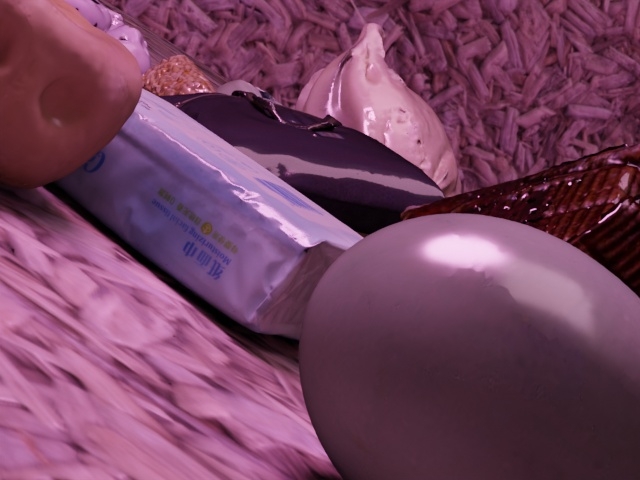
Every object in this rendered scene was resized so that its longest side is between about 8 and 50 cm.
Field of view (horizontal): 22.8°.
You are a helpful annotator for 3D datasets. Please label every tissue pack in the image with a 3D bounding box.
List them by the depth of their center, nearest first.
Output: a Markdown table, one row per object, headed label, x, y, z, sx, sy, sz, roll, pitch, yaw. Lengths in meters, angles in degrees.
| label | x | y | z | sx | sy | sz | roll | pitch | yaw |
| --- | --- | --- | --- | --- | --- | --- | --- | --- | --- |
| tissue pack | -0.085 | -0.026 | 1.099 | 0.263 | 0.089 | 0.177 | 34 | 4 | 24 |

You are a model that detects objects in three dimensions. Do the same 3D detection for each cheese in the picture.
| label | x | y | z | sx | sy | sz | roll | pitch | yaw |
| --- | --- | --- | --- | --- | --- | --- | --- | --- | --- |
| cheese | -0.226 | -0.124 | 0.971 | 0.235 | 0.117 | 0.218 | 32 | 5 | -12 |

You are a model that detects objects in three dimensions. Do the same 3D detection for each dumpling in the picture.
| label | x | y | z | sx | sy | sz | roll | pitch | yaw |
| --- | --- | --- | --- | --- | --- | --- | --- | --- | --- |
| dumpling | 0.040 | -0.071 | 1.786 | 0.187 | 0.318 | 0.243 | -8 | -12 | -33 |

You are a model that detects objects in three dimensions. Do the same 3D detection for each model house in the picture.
| label | x | y | z | sx | sy | sz | roll | pitch | yaw |
| --- | --- | --- | --- | --- | --- | --- | --- | --- | --- |
| model house | 0.204 | 0.104 | 1.256 | 0.317 | 0.297 | 0.282 | 48 | 35 | -13 |

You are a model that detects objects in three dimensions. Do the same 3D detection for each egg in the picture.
| label | x | y | z | sx | sy | sz | roll | pitch | yaw |
| --- | --- | --- | --- | --- | --- | --- | --- | --- | --- |
| egg | 0.096 | 0.083 | 0.794 | 0.231 | 0.168 | 0.168 | 36 | 6 | -5 |

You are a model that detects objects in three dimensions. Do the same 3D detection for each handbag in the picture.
| label | x | y | z | sx | sy | sz | roll | pitch | yaw |
| --- | --- | --- | --- | --- | --- | --- | --- | --- | --- |
| handbag | -0.021 | -0.075 | 1.484 | 0.254 | 0.088 | 0.211 | 11 | 19 | -22 |

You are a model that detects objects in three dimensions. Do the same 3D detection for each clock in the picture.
| label | x | y | z | sx | sy | sz | roll | pitch | yaw |
| --- | --- | --- | --- | --- | --- | --- | --- | --- | --- |
| clock | -0.260 | -0.226 | 1.761 | 0.176 | 0.080 | 0.117 | 33 | 7 | -27 |

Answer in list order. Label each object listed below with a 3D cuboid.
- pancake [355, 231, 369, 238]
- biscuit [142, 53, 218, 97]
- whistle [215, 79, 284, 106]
| label | x | y | z | sx | sy | sz | roll | pitch | yaw |
| --- | --- | --- | --- | --- | --- | --- | --- | --- | --- |
| pancake | 0.000 | 0.000 | 1.526 | 0.242 | 0.050 | 0.242 | 25 | 7 | -4 |
| biscuit | -0.141 | -0.142 | 1.678 | 0.082 | 0.070 | 0.168 | 58 | -5 | -23 |
| whistle | -0.084 | -0.124 | 1.784 | 0.101 | 0.106 | 0.253 | 62 | 2 | -24 |
